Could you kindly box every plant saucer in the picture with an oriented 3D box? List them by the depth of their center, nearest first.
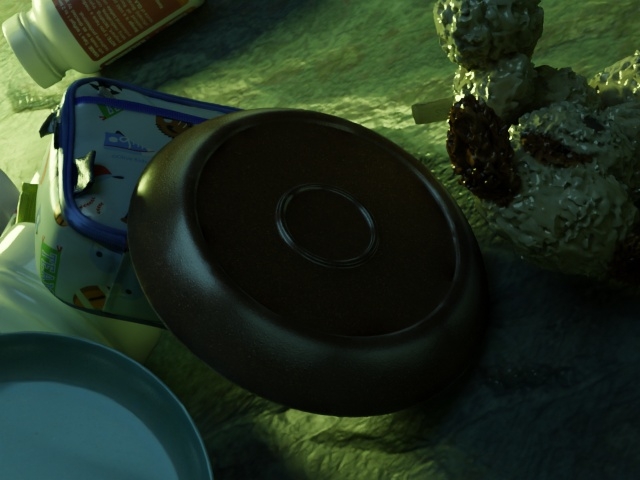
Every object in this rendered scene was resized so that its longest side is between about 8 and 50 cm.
[{"bbox_3d":[-0.237,0.220,1.447,0.317,0.044,0.318,-1,59,2],"label":"plant saucer"},{"bbox_3d":[0.000,0.000,1.509,0.050,0.310,0.311,116,170,-46],"label":"plant saucer"}]

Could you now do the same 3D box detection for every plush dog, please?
[{"bbox_3d":[0.180,-0.060,1.498,0.211,0.262,0.225,-59,15,27],"label":"plush dog"}]

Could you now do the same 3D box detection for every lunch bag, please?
[{"bbox_3d":[-0.103,-0.033,1.621,0.243,0.303,0.115,-95,23,-48],"label":"lunch bag"}]

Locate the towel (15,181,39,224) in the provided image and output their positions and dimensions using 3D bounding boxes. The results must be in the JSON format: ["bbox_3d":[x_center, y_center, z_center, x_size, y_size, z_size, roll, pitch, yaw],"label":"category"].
[{"bbox_3d":[-0.172,-0.015,1.776,0.237,0.021,0.102,0,50,1],"label":"towel"}]

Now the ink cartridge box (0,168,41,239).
[{"bbox_3d":[-0.252,-0.002,1.857,0.061,0.104,0.181,-7,43,34],"label":"ink cartridge box"}]

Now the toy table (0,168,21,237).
[{"bbox_3d":[-0.432,-0.006,1.924,0.161,0.252,0.274,-38,22,-33],"label":"toy table"}]

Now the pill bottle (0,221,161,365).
[{"bbox_3d":[-0.309,0.171,1.619,0.204,0.204,0.361,10,56,46],"label":"pill bottle"}]

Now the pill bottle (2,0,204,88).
[{"bbox_3d":[-0.252,-0.269,2.149,0.216,0.121,0.121,-31,35,6],"label":"pill bottle"}]
